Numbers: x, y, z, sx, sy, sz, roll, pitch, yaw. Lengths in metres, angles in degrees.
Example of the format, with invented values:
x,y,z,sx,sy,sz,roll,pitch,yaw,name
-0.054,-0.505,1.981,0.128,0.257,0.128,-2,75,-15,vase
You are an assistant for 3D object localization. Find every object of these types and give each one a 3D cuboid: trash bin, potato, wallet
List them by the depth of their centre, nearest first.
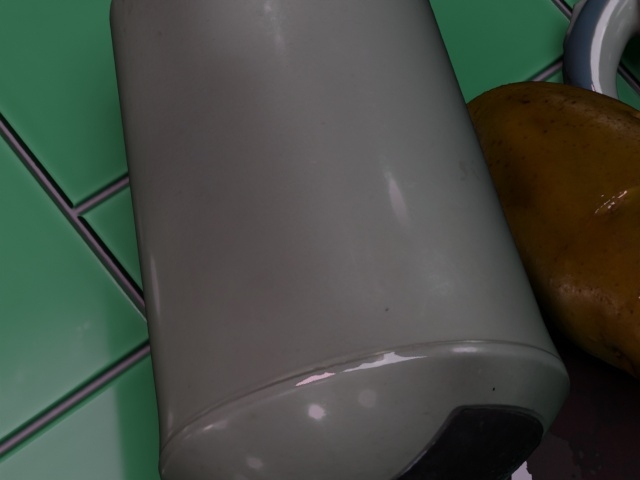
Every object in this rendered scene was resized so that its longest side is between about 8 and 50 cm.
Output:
x,y,z,sx,sy,sz,roll,pitch,yaw,name
0.000,0.000,0.989,0.280,0.280,0.432,-6,64,-16,trash bin
0.213,0.177,1.081,0.182,0.049,0.229,-14,71,-20,wallet
0.244,-0.007,1.087,0.195,0.176,0.369,-44,54,0,potato

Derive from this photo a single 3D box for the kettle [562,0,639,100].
x,y,z,sx,sy,sz,roll,pitch,yaw,name
0.384,-0.159,1.194,0.319,0.247,0.342,-41,71,0,kettle
